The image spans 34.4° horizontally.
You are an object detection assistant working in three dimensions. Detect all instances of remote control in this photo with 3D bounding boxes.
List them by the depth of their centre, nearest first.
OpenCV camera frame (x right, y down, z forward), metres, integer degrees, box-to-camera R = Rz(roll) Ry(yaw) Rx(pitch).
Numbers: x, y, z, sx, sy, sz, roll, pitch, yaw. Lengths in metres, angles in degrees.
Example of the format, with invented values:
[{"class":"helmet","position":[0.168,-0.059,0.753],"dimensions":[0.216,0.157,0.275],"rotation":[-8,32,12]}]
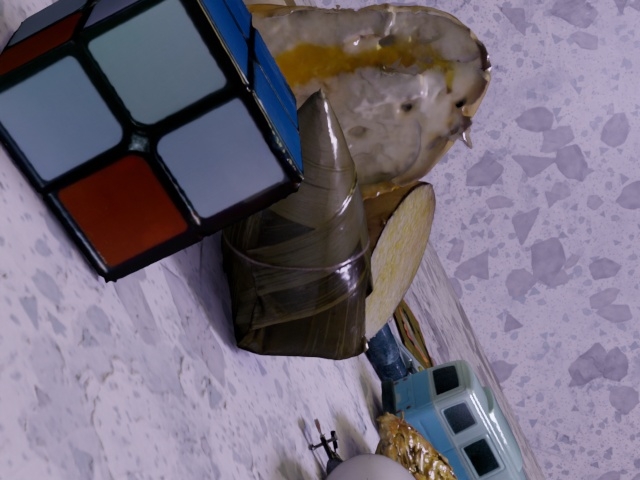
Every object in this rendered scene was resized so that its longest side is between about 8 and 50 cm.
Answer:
[{"class":"remote control","position":[0.194,0.287,1.859],"dimensions":[0.293,0.051,0.103],"rotation":[52,16,-38]}]

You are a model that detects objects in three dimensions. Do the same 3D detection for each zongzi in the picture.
[{"class":"zongzi","position":[-0.025,-0.075,1.058],"dimensions":[0.289,0.154,0.317],"rotation":[-108,-159,-52]}]

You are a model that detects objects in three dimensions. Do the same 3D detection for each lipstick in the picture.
[{"class":"lipstick","position":[0.123,0.225,1.661],"dimensions":[0.053,0.053,0.234],"rotation":[-90,156,-67]}]

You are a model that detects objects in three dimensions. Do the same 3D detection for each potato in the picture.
[{"class":"potato","position":[0.072,0.020,1.544],"dimensions":[0.299,0.116,0.239],"rotation":[-40,140,-55]}]

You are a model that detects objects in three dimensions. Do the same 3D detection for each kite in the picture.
[{"class":"kite","position":[0.192,0.197,2.167],"dimensions":[0.327,0.013,0.377],"rotation":[63,11,-9]}]

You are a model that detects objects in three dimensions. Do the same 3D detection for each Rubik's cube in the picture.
[{"class":"Rubik's cube","position":[-0.129,-0.106,0.796],"dimensions":[0.167,0.180,0.183],"rotation":[-96,160,-62]}]

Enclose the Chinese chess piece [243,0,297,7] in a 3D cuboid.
[{"class":"Chinese chess piece","position":[-0.099,-0.426,1.917],"dimensions":[0.251,0.097,0.251],"rotation":[62,10,-20]}]

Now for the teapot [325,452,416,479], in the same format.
[{"class":"teapot","position":[0.080,0.302,1.010],"dimensions":[0.204,0.139,0.298],"rotation":[63,11,2]}]

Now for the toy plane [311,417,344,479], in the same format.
[{"class":"toy plane","position":[0.018,0.249,1.119],"dimensions":[0.049,0.031,0.121],"rotation":[-42,109,-85]}]

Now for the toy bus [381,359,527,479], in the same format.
[{"class":"toy bus","position":[0.211,0.321,1.537],"dimensions":[0.271,0.164,0.133],"rotation":[62,11,-18]}]

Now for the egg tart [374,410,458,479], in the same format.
[{"class":"egg tart","position":[0.120,0.336,1.267],"dimensions":[0.232,0.098,0.252],"rotation":[33,29,-60]}]

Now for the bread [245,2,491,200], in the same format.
[{"class":"bread","position":[0.042,-0.187,1.421],"dimensions":[0.394,0.361,0.250],"rotation":[-53,144,-81]}]
